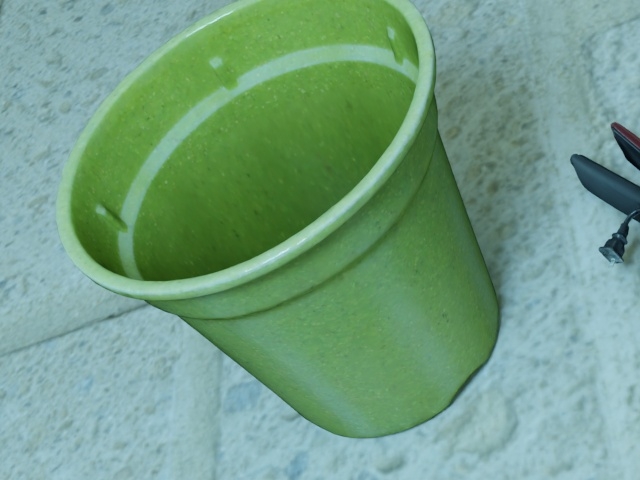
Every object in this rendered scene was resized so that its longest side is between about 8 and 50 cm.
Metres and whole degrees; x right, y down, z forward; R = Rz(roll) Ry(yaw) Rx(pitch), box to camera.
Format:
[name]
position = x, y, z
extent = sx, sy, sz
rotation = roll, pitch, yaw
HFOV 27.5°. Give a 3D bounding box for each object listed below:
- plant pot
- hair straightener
[plant pot]
position = 0.000, 0.000, 0.929
extent = 0.276, 0.254, 0.276
rotation = -19, 44, 19
[hair straightener]
position = 0.246, 0.002, 0.931
extent = 0.089, 0.047, 0.230
rotation = -36, 45, -1
